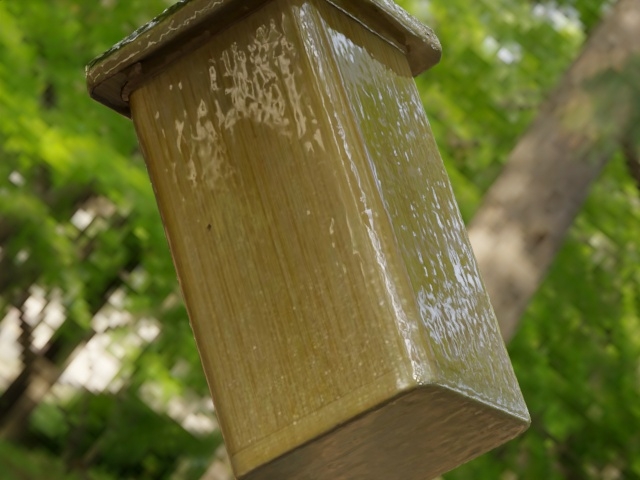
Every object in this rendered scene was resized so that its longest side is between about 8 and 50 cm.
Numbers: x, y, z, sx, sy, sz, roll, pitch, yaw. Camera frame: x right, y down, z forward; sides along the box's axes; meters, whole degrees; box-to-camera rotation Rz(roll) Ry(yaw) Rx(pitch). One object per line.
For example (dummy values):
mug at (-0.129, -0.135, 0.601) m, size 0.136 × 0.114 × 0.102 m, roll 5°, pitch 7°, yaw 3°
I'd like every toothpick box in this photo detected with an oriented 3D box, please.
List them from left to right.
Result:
toothpick box at (0.000, 0.000, 1.280) m, size 0.190 × 0.187 × 0.308 m, roll 28°, pitch 39°, yaw -53°
